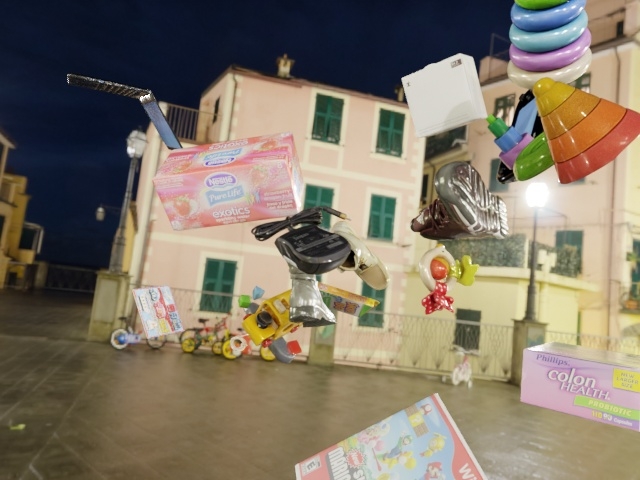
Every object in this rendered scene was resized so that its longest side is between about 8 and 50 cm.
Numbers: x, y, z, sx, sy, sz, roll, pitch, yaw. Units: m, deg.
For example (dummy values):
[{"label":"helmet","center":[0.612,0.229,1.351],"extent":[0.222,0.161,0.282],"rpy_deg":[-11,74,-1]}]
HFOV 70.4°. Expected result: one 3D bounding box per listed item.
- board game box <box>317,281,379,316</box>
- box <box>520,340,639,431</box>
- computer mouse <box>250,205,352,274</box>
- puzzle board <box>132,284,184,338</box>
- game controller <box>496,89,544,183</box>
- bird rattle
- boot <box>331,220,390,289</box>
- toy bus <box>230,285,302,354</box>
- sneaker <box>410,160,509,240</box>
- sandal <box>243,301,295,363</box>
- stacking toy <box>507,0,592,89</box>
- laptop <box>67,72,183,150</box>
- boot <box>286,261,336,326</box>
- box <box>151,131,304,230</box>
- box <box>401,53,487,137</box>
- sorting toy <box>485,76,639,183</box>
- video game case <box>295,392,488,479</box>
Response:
[{"label":"board game box","center":[0.064,0.206,1.568],"extent":[0.259,0.039,0.124],"rpy_deg":[16,-31,-13]},{"label":"box","center":[0.586,0.303,0.988],"extent":[0.213,0.118,0.242],"rpy_deg":[2,-5,41]},{"label":"computer mouse","center":[0.000,0.000,0.870],"extent":[0.184,0.060,0.262],"rpy_deg":[-23,26,-28]},{"label":"puzzle board","center":[-0.393,0.170,1.105],"extent":[0.096,0.128,0.011],"rpy_deg":[-2,-30,-50]},{"label":"game controller","center":[0.572,-0.309,1.251],"extent":[0.067,0.319,0.166],"rpy_deg":[21,-18,3]},{"label":"bird rattle","center":[0.425,0.132,1.622],"extent":[0.253,0.207,0.143],"rpy_deg":[-38,6,-21]},{"label":"boot","center":[0.092,0.055,1.121],"extent":[0.077,0.213,0.165],"rpy_deg":[-37,4,14]},{"label":"toy bus","center":[-0.119,0.198,1.192],"extent":[0.190,0.202,0.104],"rpy_deg":[19,-50,-16]},{"label":"sneaker","center":[0.218,-0.045,0.805],"extent":[0.162,0.107,0.281],"rpy_deg":[-10,-20,35]},{"label":"sandal","center":[-0.173,0.282,1.391],"extent":[0.097,0.054,0.254],"rpy_deg":[24,19,-48]},{"label":"stacking toy","center":[0.371,-0.427,0.743],"extent":[0.141,0.141,0.330],"rpy_deg":[3,-41,29]},{"label":"laptop","center":[-0.488,-0.312,1.139],"extent":[0.264,0.137,0.234],"rpy_deg":[4,10,-30]},{"label":"boot","center":[-0.020,0.118,1.081],"extent":[0.083,0.161,0.246],"rpy_deg":[-9,-18,11]},{"label":"box","center":[-0.199,-0.134,1.034],"extent":[0.299,0.142,0.154],"rpy_deg":[-6,36,9]},{"label":"box","center":[0.353,-0.406,1.291],"extent":[0.180,0.182,0.119],"rpy_deg":[-12,6,38]},{"label":"sorting toy","center":[0.326,-0.175,0.694],"extent":[0.126,0.127,0.365],"rpy_deg":[46,10,-4]},{"label":"video game case","center":[0.099,0.378,0.714],"extent":[0.285,0.025,0.204],"rpy_deg":[-28,24,2]}]
